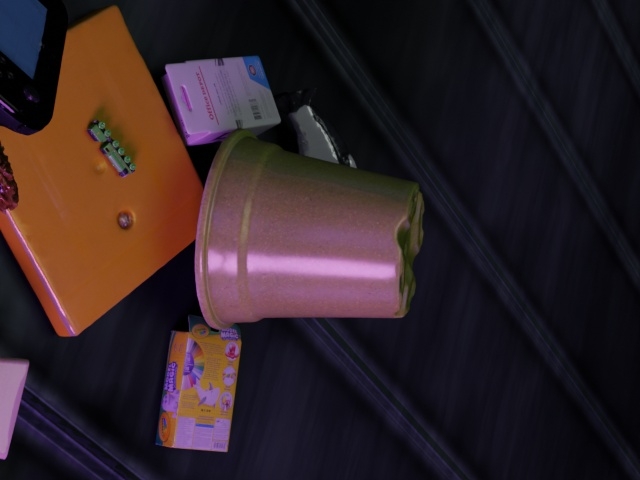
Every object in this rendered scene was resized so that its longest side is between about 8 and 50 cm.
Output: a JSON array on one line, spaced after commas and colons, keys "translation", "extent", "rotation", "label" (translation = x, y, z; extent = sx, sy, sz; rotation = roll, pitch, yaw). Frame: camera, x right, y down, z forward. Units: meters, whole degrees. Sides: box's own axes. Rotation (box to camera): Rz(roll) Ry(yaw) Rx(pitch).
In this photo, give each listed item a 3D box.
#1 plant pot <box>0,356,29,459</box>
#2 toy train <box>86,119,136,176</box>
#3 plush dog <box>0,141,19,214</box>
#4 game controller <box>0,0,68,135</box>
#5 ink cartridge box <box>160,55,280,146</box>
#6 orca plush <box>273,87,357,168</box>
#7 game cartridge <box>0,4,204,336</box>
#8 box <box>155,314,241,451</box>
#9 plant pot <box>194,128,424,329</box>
[{"translation": [-0.393, 0.172, 1.156], "extent": [0.096, 0.109, 0.108], "rotation": [20, 74, -35], "label": "plant pot"}, {"translation": [-0.257, -0.112, 1.311], "extent": [0.023, 0.017, 0.083], "rotation": [-49, 123, -26], "label": "toy train"}, {"translation": [-0.418, -0.099, 1.037], "extent": [0.262, 0.225, 0.210], "rotation": [18, 76, -47], "label": "plush dog"}, {"translation": [-0.344, -0.237, 1.135], "extent": [0.166, 0.067, 0.319], "rotation": [54, 14, -35], "label": "game controller"}, {"translation": [-0.148, -0.191, 1.460], "extent": [0.180, 0.060, 0.104], "rotation": [-15, 86, -48], "label": "ink cartridge box"}, {"translation": [-0.007, -0.099, 1.643], "extent": [0.151, 0.102, 0.287], "rotation": [-31, 108, 4], "label": "orca plush"}, {"translation": [-0.290, -0.091, 1.324], "extent": [0.285, 0.053, 0.323], "rotation": [-43, 117, -41], "label": "game cartridge"}, {"translation": [-0.165, 0.195, 1.460], "extent": [0.105, 0.043, 0.179], "rotation": [18, 77, -47], "label": "box"}, {"translation": [0.000, 0.000, 1.417], "extent": [0.276, 0.254, 0.276], "rotation": [7, 90, -78], "label": "plant pot"}]
